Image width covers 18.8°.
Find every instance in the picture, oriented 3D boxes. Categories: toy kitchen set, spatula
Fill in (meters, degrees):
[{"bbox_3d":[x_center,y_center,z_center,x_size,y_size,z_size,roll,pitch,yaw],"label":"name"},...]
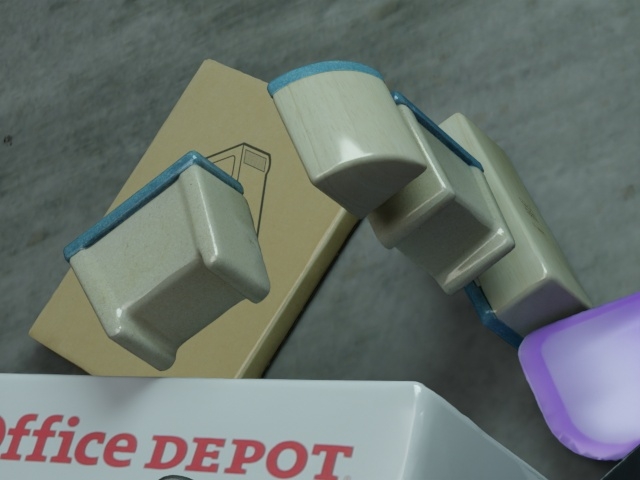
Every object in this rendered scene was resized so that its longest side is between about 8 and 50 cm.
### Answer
[{"bbox_3d":[0.000,0.000,0.945,0.166,0.207,0.122,-37,49,15],"label":"toy kitchen set"},{"bbox_3d":[0.233,0.012,0.895,0.296,0.030,0.084,-31,52,15],"label":"spatula"}]

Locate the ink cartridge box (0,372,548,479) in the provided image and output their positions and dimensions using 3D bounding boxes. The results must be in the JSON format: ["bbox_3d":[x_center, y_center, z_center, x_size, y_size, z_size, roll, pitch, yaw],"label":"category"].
[{"bbox_3d":[-0.076,0.266,0.867,0.285,0.166,0.395,-1,63,33],"label":"ink cartridge box"}]

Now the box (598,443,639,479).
[{"bbox_3d":[0.188,0.199,0.722,0.184,0.103,0.261,-45,53,27],"label":"box"}]

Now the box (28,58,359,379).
[{"bbox_3d":[-0.064,0.002,1.110,0.164,0.021,0.201,26,81,41],"label":"box"}]

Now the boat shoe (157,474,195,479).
[{"bbox_3d":[-0.024,0.150,0.759,0.056,0.049,0.152,-47,52,-2],"label":"boat shoe"}]
